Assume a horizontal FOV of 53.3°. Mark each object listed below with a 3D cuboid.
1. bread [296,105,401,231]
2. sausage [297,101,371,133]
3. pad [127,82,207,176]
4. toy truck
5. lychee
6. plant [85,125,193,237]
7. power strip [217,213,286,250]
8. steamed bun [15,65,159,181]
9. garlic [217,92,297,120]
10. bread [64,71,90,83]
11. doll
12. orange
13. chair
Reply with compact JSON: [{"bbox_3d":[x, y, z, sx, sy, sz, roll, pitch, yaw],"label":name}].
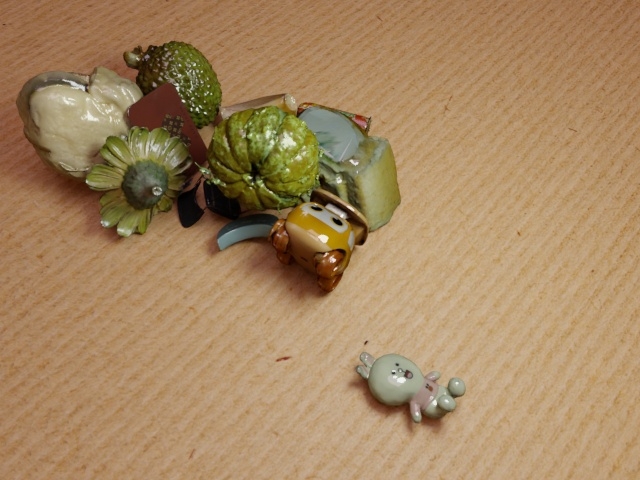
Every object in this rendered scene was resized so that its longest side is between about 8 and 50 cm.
[{"bbox_3d":[0.057,-0.222,1.864,0.395,0.264,0.239,22,55,10],"label":"bread"},{"bbox_3d":[0.032,-0.394,2.073,0.263,0.083,0.083,16,59,5],"label":"sausage"},{"bbox_3d":[-0.439,-0.308,1.866,0.004,0.267,0.181,10,46,44],"label":"pad"},{"bbox_3d":[0.000,0.000,1.728,0.204,0.288,0.212,31,73,15],"label":"toy truck"},{"bbox_3d":[-0.453,-0.488,1.988,0.270,0.270,0.320,-31,102,-21],"label":"lychee"},{"bbox_3d":[-0.458,-0.161,1.767,0.297,0.306,0.261,7,11,34],"label":"plant"},{"bbox_3d":[-0.183,-0.031,1.809,0.215,0.044,0.137,-11,27,6],"label":"power strip"},{"bbox_3d":[-0.663,-0.340,1.839,0.372,0.325,0.230,-11,33,-26],"label":"steamed bun"},{"bbox_3d":[-0.193,-0.400,2.007,0.244,0.164,0.146,-8,71,-2],"label":"garlic"},{"bbox_3d":[-0.798,-0.490,2.083,0.126,0.044,0.129,6,56,-10],"label":"bread"},{"bbox_3d":[0.219,0.371,1.609,0.275,0.113,0.155,17,50,14],"label":"doll"},{"bbox_3d":[-0.144,-0.225,1.669,0.300,0.301,0.223,35,43,-23],"label":"orange"},{"bbox_3d":[-0.299,-0.124,1.869,0.145,0.221,0.140,21,45,-44],"label":"chair"}]
